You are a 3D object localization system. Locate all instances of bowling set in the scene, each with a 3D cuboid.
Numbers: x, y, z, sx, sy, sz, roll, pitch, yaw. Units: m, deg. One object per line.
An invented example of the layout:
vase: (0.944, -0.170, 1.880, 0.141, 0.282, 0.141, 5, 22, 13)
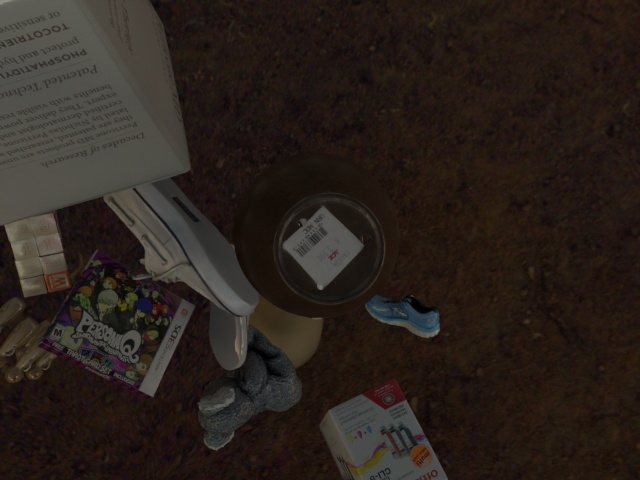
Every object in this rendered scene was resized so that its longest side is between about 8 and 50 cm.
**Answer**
bowling set: (-0.762, 0.300, 1.597, 0.154, 0.200, 0.287, -49, 44, -7)

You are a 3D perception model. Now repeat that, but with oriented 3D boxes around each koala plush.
koala plush: (-0.175, 0.334, 1.304, 0.203, 0.196, 0.221, 31, 44, 24)

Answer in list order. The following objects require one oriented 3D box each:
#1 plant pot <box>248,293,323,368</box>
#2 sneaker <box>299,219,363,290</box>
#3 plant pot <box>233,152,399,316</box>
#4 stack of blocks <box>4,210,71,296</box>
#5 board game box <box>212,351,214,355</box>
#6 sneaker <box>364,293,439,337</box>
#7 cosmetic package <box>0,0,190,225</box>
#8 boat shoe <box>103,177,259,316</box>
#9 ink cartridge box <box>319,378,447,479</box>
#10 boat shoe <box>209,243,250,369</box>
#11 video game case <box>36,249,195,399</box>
plant pot: (-0.093, 0.186, 1.607, 0.257, 0.274, 0.256, 7, 60, -11)
sneaker: (0.002, -0.006, 0.952, 0.094, 0.153, 0.234, 1, 109, -21)
plant pot: (0.000, 0.000, 0.680, 0.216, 0.230, 0.215, 0, 94, -3)
stack of blocks: (-0.563, -0.063, 1.164, 0.087, 0.297, 0.171, -12, 33, -22)
board game box: (-0.258, 0.212, 1.603, 0.026, 0.126, 0.186, 7, 74, -21)
sneaker: (0.166, 0.132, 1.207, 0.162, 0.073, 0.063, 17, 28, 23)
cosmetic package: (-0.418, -0.278, 0.833, 0.328, 0.393, 0.329, -16, 66, 1)
boat shoe: (-0.276, 0.024, 1.103, 0.156, 0.136, 0.367, -44, 83, 14)
ink cartridge box: (0.097, 0.343, 0.979, 0.128, 0.127, 0.176, -21, 67, -19)
boat shoe: (-0.184, 0.135, 1.274, 0.088, 0.096, 0.267, 5, 69, -54)
video game case: (-0.387, 0.164, 1.172, 0.232, 0.042, 0.210, 35, 54, -21)
